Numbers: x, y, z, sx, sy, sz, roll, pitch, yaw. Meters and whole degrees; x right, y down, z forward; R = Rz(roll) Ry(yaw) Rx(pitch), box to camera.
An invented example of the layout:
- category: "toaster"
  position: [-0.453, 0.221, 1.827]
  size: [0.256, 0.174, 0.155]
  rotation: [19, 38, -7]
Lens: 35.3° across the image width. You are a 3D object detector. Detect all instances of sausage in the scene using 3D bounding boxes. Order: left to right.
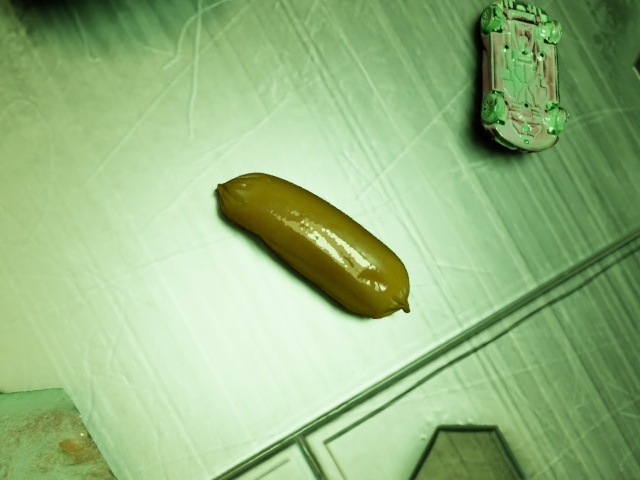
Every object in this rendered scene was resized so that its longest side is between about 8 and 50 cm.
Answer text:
- category: "sausage"
  position: [0.000, 0.000, 0.790]
  size: [0.183, 0.054, 0.062]
  rotation: [38, 49, -2]

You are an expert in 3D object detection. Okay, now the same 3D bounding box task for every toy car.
- category: "toy car"
  position: [0.164, -0.136, 0.842]
  size: [0.069, 0.055, 0.142]
  rotation: [9, 70, -18]

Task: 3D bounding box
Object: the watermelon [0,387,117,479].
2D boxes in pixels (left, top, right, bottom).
- category: "watermelon"
  position: [-0.249, 0.222, 0.568]
  size: [0.305, 0.180, 0.224]
  rotation: [-27, 77, -22]

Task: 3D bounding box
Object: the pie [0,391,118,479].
- category: "pie"
  position: [-0.268, 0.230, 0.697]
  size: [0.277, 0.078, 0.277]
  rotation: [3, 80, -16]
